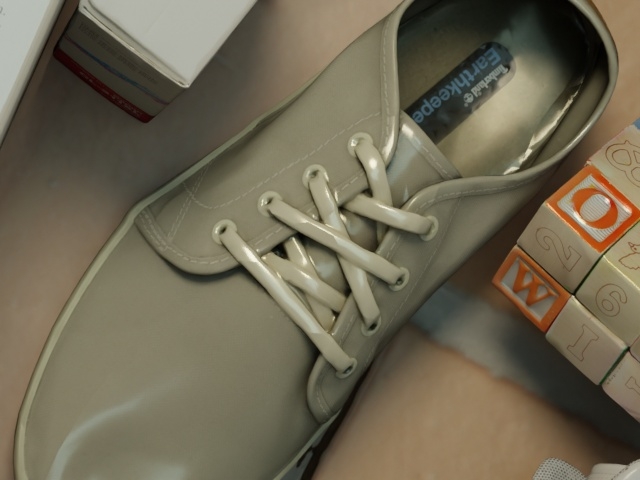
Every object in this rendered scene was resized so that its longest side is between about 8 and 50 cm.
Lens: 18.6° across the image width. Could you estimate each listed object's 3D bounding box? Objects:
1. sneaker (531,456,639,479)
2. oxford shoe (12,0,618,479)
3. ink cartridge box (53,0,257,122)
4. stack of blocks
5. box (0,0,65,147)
[{"bbox_3d":[0.085,0.208,1.062,0.366,0.137,0.210,17,78,-18],"label":"sneaker"},{"bbox_3d":[0.000,0.000,1.094,0.449,0.130,0.169,-45,99,-10],"label":"oxford shoe"},{"bbox_3d":[-0.074,-0.139,1.057,0.072,0.175,0.127,38,81,-8],"label":"ink cartridge box"},{"bbox_3d":[0.266,0.057,1.097,0.297,0.087,0.171,43,55,11],"label":"stack of blocks"},{"bbox_3d":[-0.192,-0.197,1.014,0.168,0.215,0.345,24,82,-10],"label":"box"}]
